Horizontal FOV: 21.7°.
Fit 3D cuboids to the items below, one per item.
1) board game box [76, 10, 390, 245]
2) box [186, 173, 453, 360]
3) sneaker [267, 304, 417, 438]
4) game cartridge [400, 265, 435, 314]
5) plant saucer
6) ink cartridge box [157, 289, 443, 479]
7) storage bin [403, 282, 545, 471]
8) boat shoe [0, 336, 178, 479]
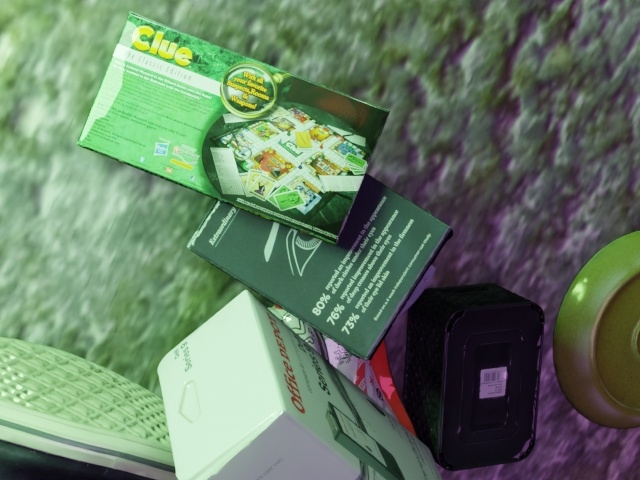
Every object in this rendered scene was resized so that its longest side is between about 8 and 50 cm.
[{"bbox_3d":[-0.080,-0.103,1.541,0.260,0.030,0.136,22,88,4],"label":"board game box"},{"bbox_3d":[0.000,0.000,1.598,0.207,0.108,0.153,33,88,4],"label":"box"},{"bbox_3d":[0.009,0.176,1.713,0.145,0.090,0.270,-22,109,-19],"label":"sneaker"},{"bbox_3d":[0.081,0.046,1.755,0.083,0.017,0.056,-47,115,-8],"label":"game cartridge"},{"bbox_3d":[0.377,0.108,1.909,0.241,0.037,0.240,-8,107,-25],"label":"plant saucer"},{"bbox_3d":[-0.003,0.212,1.551,0.121,0.211,0.289,-41,120,11],"label":"ink cartridge box"},{"bbox_3d":[0.163,0.145,1.784,0.122,0.084,0.180,-4,106,-26],"label":"storage bin"},{"bbox_3d":[-0.334,0.180,1.494,0.500,0.187,0.156,10,107,-26],"label":"boat shoe"}]
